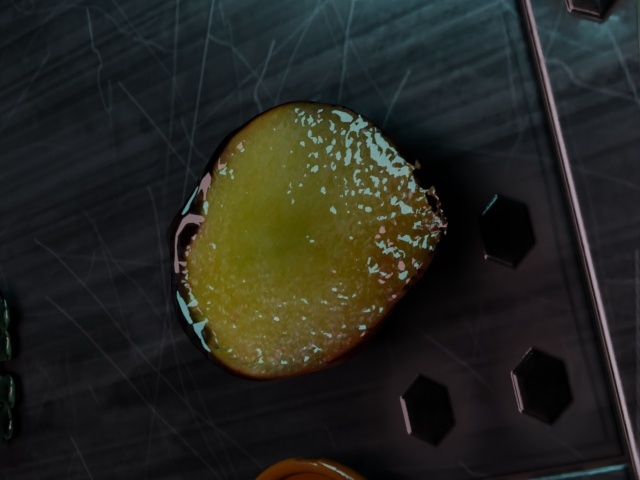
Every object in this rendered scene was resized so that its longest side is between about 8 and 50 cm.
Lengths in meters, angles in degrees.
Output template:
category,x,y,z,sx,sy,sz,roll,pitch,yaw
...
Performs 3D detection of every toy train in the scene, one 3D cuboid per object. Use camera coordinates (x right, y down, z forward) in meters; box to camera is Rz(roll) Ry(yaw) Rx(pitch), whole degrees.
category,x,y,z,sx,sy,sz,roll,pitch,yaw
toy train,-0.293,0.109,1.461,0.071,0.038,0.148,9,102,47

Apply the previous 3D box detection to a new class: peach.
category,x,y,z,sx,sy,sz,roll,pitch,yaw
peach,0.002,0.000,1.127,0.279,0.068,0.189,-3,85,48

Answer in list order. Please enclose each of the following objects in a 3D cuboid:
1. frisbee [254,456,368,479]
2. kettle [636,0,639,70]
category,x,y,z,sx,sy,sz,roll,pitch,yaw
frisbee,0.010,0.242,1.168,0.192,0.035,0.192,8,102,45
kettle,0.227,-0.036,0.800,0.221,0.161,0.236,103,164,-48
